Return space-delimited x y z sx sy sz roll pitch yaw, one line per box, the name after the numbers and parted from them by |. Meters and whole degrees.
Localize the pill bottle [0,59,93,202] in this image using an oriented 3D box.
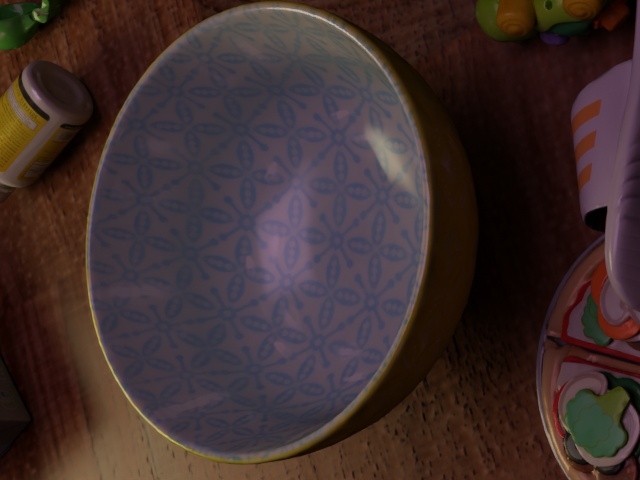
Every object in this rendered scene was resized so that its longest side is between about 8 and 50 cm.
-0.239 -0.084 1.421 0.116 0.065 0.065 -45 59 26 | pill bottle

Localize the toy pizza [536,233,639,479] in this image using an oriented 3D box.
0.208 0.079 1.050 0.201 0.032 0.201 -5 82 40 | toy pizza

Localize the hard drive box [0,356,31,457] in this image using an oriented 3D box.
-0.366 0.113 1.490 0.181 0.089 0.232 -46 59 26 | hard drive box

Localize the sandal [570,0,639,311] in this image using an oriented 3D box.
0.196 -0.080 1.042 0.076 0.102 0.265 -14 62 52 | sandal

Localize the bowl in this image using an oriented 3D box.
0.000 0.000 1.152 0.289 0.156 0.289 -5 83 39 | bowl

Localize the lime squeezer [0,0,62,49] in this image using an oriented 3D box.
-0.246 -0.224 1.437 0.310 0.059 0.110 -34 84 29 | lime squeezer

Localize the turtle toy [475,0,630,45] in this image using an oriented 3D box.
0.147 -0.160 1.105 0.130 0.066 0.095 -11 55 41 | turtle toy
